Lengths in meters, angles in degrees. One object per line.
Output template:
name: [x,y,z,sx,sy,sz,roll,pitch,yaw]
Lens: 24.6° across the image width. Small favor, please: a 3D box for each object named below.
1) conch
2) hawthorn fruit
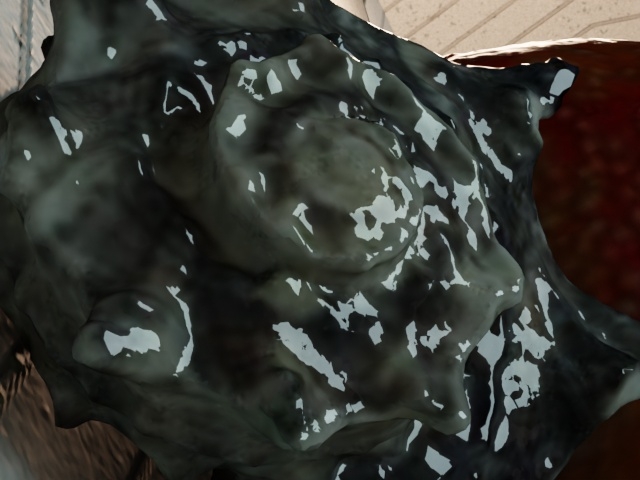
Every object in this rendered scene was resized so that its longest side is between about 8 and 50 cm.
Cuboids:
conch: [0.001,0.032,0.486,0.240,0.186,0.313,-22,100,-60]
hawthorn fruit: [0.148,0.015,0.734,0.285,0.369,0.285,53,-17,24]
